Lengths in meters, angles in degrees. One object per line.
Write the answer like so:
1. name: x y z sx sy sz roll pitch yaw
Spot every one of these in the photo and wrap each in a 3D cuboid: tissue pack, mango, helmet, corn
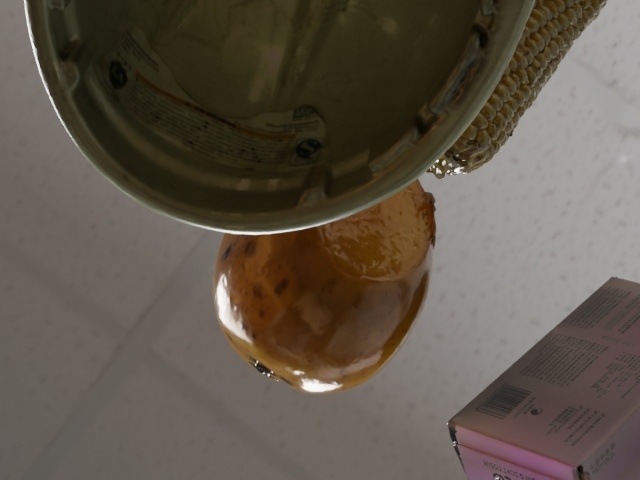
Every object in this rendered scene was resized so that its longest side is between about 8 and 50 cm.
1. tissue pack: 0.251 0.145 1.504 0.149 0.246 0.092 16 -48 45
2. mango: 0.000 0.000 1.416 0.160 0.290 0.191 22 -39 -19
3. helmet: -0.007 -0.141 0.735 0.204 0.137 0.257 29 -62 -8
4. corn: 0.148 -0.167 1.280 0.106 0.293 0.106 32 -23 16
